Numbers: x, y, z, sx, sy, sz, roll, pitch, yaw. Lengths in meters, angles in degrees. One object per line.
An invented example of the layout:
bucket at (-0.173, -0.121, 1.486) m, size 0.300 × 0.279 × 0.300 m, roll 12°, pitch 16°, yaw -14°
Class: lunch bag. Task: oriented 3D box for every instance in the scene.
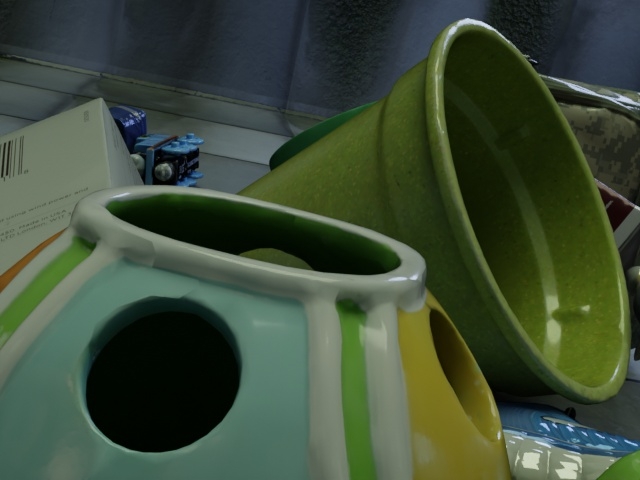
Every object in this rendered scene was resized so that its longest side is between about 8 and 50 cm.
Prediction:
lunch bag at (0.231, -0.028, 1.171) m, size 0.256 × 0.305 × 0.212 m, roll 6°, pitch 10°, yaw -43°
lunch bag at (-0.311, -0.162, 1.746) m, size 0.067 × 0.098 × 0.065 m, roll 20°, pitch 32°, yaw 26°

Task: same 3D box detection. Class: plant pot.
plant pot at (0.051, 0.017, 0.811) m, size 0.254 × 0.276 × 0.276 m, roll -22°, pitch -6°, yaw 29°

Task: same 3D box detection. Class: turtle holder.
turtle holder at (-0.020, 0.112, 0.428) m, size 0.320 × 0.228 × 0.243 m, roll 20°, pitch 13°, yaw 34°

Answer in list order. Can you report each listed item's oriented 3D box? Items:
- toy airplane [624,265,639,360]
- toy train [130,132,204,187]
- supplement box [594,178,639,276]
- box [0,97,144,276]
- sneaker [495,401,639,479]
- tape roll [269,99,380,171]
toy airplane at (0.430, 0.110, 0.933) m, size 0.386 × 0.272 × 0.384 m, roll 50°, pitch 30°, yaw 4°
toy train at (-0.238, -0.117, 1.661) m, size 0.105 × 0.080 × 0.184 m, roll 4°, pitch 13°, yaw 6°
supplement box at (0.166, -0.040, 0.984) m, size 0.239 × 0.073 × 0.130 m, roll 37°, pitch -12°, yaw 21°
box at (-0.184, 0.029, 0.650) m, size 0.181 × 0.119 × 0.182 m, roll -22°, pitch 33°, yaw -1°
sneaker at (0.168, 0.154, 0.662) m, size 0.330 × 0.130 × 0.147 m, roll 14°, pitch 14°, yaw 9°
tape roll at (0.089, -0.120, 1.574) m, size 0.321 × 0.077 × 0.321 m, roll -17°, pitch -9°, yaw -3°
